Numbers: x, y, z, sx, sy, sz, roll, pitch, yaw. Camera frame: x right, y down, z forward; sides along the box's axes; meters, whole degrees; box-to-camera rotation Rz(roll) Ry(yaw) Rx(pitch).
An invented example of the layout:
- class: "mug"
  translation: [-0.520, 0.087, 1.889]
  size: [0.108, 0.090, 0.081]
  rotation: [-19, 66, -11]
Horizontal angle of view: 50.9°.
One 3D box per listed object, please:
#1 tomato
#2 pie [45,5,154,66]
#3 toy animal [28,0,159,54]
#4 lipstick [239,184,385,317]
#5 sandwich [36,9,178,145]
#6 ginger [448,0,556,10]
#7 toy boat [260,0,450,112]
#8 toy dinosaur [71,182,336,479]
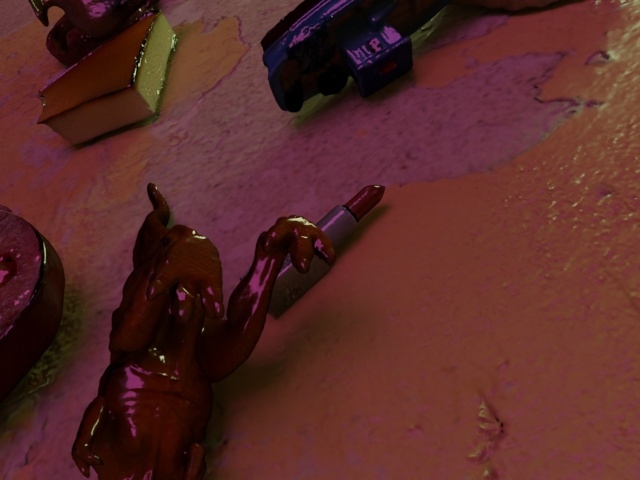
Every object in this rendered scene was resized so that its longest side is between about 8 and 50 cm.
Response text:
- class: "tomato"
  translation: [-0.303, 0.077, 0.556]
  size: [0.224, 0.085, 0.225]
  rotation: [-13, 45, 13]
- class: "pie"
  translation: [-0.329, -0.331, 1.007]
  size: [0.182, 0.050, 0.183]
  rotation: [-17, 44, 17]
- class: "toy animal"
  translation: [-0.291, -0.337, 0.906]
  size: [0.179, 0.089, 0.188]
  rotation: [-21, 52, 5]
- class: "lipstick"
  translation: [0.001, 0.000, 0.500]
  size: [0.129, 0.030, 0.030]
  rotation: [-41, 42, -13]
- class: "sandwich"
  translation: [-0.269, -0.200, 0.835]
  size: [0.162, 0.058, 0.193]
  rotation: [-16, 42, 15]
- class: "ginger"
  translation: [0.198, -0.296, 0.627]
  size: [0.193, 0.123, 0.115]
  rotation: [15, 44, 31]
- class: "toy boat"
  translation: [0.049, -0.194, 0.622]
  size: [0.223, 0.100, 0.097]
  rotation: [-33, 68, -3]
- class: "toy dinosaur"
  translation: [-0.088, 0.046, 0.440]
  size: [0.208, 0.097, 0.432]
  rotation: [-46, 25, 34]
